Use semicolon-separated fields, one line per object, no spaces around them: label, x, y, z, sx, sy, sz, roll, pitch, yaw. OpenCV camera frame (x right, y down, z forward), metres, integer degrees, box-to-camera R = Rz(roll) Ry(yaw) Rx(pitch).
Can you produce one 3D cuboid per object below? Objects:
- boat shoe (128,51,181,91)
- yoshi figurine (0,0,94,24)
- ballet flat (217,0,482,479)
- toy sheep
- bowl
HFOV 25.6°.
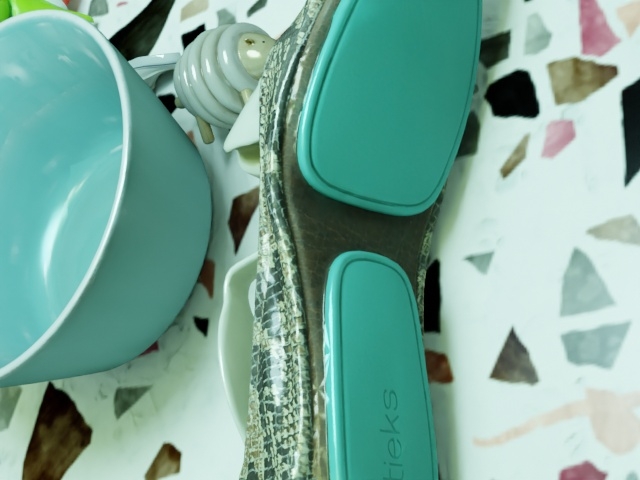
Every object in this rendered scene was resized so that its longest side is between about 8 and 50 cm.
boat shoe;-0.161;-0.143;1.250;0.100;0.035;0.035;-10;94;33
yoshi figurine;-0.350;-0.264;1.352;0.203;0.203;0.362;-18;59;42
ballet flat;0.000;0.000;0.977;0.182;0.164;0.483;-10;70;48
toy sheep;-0.075;-0.129;1.134;0.132;0.091;0.091;-21;60;39
bowl;-0.208;-0.012;1.145;0.311;0.163;0.311;-17;62;35
